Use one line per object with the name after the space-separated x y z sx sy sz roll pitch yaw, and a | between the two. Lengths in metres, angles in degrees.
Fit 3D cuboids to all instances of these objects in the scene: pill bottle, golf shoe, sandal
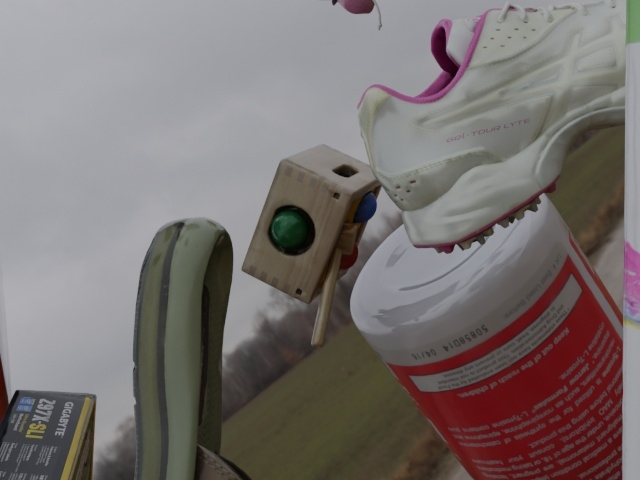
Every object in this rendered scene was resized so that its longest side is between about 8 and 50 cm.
0.230 0.156 0.935 0.229 0.408 0.229 -33 19 13 | pill bottle
0.162 -0.123 0.613 0.306 0.140 0.115 -36 3 -5 | golf shoe
-0.042 0.136 0.413 0.086 0.303 0.120 1 -11 -3 | sandal

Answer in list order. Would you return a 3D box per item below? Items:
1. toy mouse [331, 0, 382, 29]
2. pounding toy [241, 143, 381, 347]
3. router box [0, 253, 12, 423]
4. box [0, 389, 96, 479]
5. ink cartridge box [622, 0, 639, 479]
0.022 -0.280 0.884 0.031 0.161 0.143 -11 2 -30 | toy mouse
0.000 0.000 0.799 0.130 0.100 0.141 -69 -13 20 | pounding toy
-0.340 -0.037 0.802 0.082 0.336 0.301 -6 -38 -18 | router box
-0.238 0.309 0.683 0.322 0.079 0.257 -101 20 -68 | box
0.212 0.044 0.272 0.207 0.354 0.119 0 -2 41 | ink cartridge box
